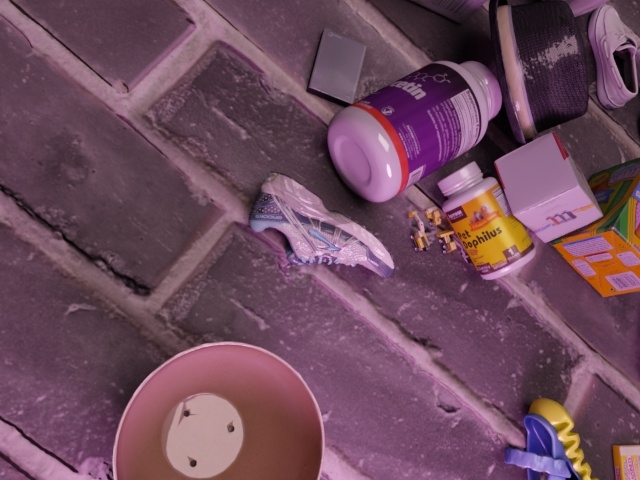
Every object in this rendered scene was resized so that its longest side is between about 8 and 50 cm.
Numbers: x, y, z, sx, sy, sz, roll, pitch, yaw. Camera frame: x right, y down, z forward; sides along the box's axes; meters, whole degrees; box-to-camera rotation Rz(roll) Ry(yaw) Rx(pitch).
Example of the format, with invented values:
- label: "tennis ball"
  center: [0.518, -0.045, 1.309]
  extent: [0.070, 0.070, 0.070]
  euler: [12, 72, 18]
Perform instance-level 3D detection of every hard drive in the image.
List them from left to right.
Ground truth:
- label: "hard drive"
  center: [0.033, -0.337, 1.184]
  extent: [0.094, 0.022, 0.135]
  euler: [18, 73, -16]

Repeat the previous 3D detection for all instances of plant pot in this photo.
- label: "plant pot"
  center: [-0.157, 0.294, 0.891]
  extent: [0.283, 0.191, 0.284]
  euler: [4, 78, -19]

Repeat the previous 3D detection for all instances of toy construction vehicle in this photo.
- label: "toy construction vehicle"
  center: [0.219, -0.018, 1.178]
  extent: [0.085, 0.035, 0.098]
  euler: [-14, 84, -22]

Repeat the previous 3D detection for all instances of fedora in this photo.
- label: "fedora"
  center: [0.436, -0.341, 1.183]
  extent: [0.334, 0.152, 0.334]
  euler: [36, 49, -55]

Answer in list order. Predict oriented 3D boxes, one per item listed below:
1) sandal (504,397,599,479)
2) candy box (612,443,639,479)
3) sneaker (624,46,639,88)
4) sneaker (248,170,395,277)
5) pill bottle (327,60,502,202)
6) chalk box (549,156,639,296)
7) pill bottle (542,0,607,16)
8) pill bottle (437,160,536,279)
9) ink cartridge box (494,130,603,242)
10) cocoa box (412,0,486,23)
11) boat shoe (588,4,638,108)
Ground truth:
- label: "sandal"
  center: [0.445, 0.463, 1.122]
  extent: [0.138, 0.126, 0.318]
  euler: [-26, 80, -19]
- label: "candy box"
  center: [0.649, 0.521, 1.226]
  extent: [0.105, 0.027, 0.206]
  euler: [4, 77, -17]
- label: "sneaker"
  center: [0.878, -0.365, 1.452]
  extent: [0.169, 0.108, 0.293]
  euler: [-33, 90, -20]
- label: "sneaker"
  center: [0.000, 0.000, 1.074]
  extent: [0.283, 0.110, 0.122]
  euler: [32, 88, -8]
- label: "pill bottle"
  center: [0.182, -0.216, 1.127]
  extent: [0.322, 0.181, 0.182]
  euler: [-32, 91, -23]
- label: "chalk box"
  center: [0.659, -0.053, 1.270]
  extent: [0.179, 0.180, 0.289]
  euler: [42, 67, -8]
- label: "pill bottle"
  center: [0.553, -0.665, 1.367]
  extent: [0.160, 0.160, 0.283]
  euler: [-12, 83, -22]
- label: "pill bottle"
  center: [0.315, -0.041, 1.173]
  extent: [0.117, 0.117, 0.215]
  euler: [-30, 90, -23]
- label: "ink cartridge box"
  center: [0.443, -0.098, 1.173]
  extent: [0.176, 0.127, 0.128]
  euler: [27, 43, -49]
- label: "cocoa box"
  center: [0.216, -0.646, 1.202]
  extent: [0.346, 0.231, 0.228]
  euler: [18, 73, -16]
- label: "boat shoe"
  center: [0.696, -0.440, 1.413]
  extent: [0.095, 0.084, 0.258]
  euler: [-1, 79, -20]
